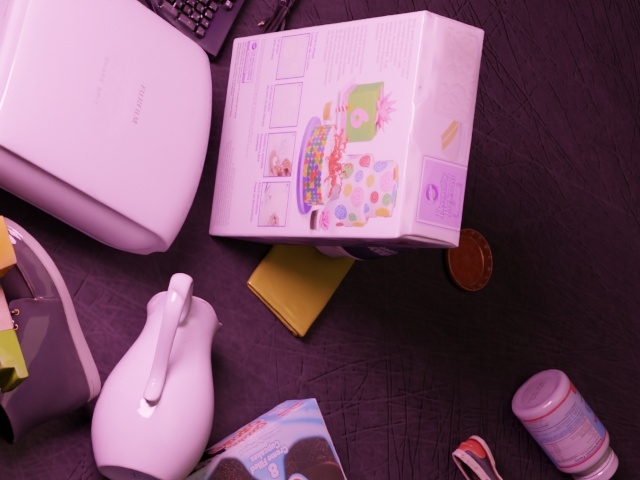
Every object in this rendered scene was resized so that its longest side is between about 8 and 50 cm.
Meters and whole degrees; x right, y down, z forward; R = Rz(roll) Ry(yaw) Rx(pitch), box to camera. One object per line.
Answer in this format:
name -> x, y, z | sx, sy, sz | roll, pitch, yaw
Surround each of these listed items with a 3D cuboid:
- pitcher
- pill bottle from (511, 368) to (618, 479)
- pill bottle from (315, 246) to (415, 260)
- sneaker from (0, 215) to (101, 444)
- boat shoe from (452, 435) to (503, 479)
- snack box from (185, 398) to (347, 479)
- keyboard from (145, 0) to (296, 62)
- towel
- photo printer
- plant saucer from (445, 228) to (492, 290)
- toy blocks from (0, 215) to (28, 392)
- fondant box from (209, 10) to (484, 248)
pitcher -> -0.169, 0.148, 1.663 | 0.126, 0.177, 0.207 | 13, 67, 5
pill bottle -> 0.334, 0.257, 2.125 | 0.160, 0.087, 0.087 | 52, 54, -23
pill bottle -> 0.068, -0.033, 1.858 | 0.108, 0.180, 0.107 | 8, 76, -35
sneaker -> -0.315, 0.091, 1.601 | 0.118, 0.083, 0.222 | -35, 106, -38
boat shoe -> 0.215, 0.320, 2.039 | 0.043, 0.049, 0.137 | -35, 103, -35
snack box -> -0.098, 0.328, 1.762 | 0.322, 0.060, 0.187 | -28, 102, -40
keyboard -> -0.081, -0.351, 1.908 | 0.201, 0.033, 0.317 | 39, 61, -30
towel -> 0.000, 0.000, 1.929 | 0.102, 0.021, 0.237 | 46, 58, -19
photo printer -> -0.239, -0.140, 1.661 | 0.307, 0.107, 0.256 | 33, 59, -44
plant saucer -> 0.196, 0.026, 2.093 | 0.083, 0.013, 0.083 | 7, 79, -40
toy blocks -> -0.456, -0.014, 1.443 | 0.261, 0.191, 0.381 | -11, 75, -35
fondant box -> 0.021, -0.114, 1.742 | 0.096, 0.330, 0.238 | 11, 84, -38
